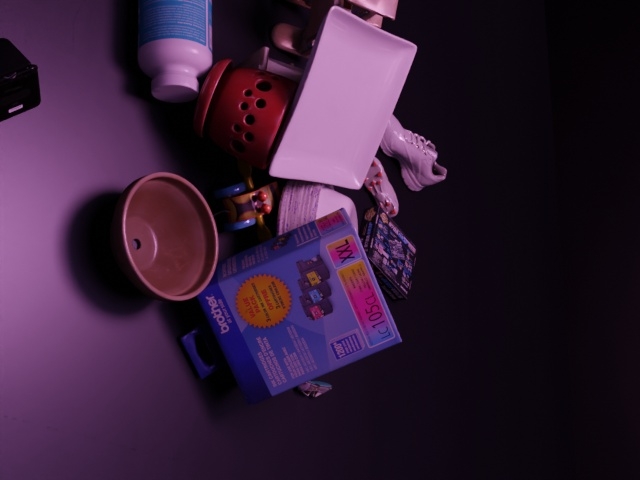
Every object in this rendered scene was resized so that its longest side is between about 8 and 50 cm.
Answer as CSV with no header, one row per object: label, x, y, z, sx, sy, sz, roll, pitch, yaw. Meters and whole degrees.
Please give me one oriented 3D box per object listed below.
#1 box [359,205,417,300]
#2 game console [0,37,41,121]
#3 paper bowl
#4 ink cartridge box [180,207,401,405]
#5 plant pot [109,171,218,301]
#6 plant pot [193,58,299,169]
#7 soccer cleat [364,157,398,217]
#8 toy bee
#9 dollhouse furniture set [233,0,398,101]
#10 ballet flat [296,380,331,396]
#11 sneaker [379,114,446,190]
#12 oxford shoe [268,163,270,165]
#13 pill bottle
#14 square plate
box,0.183,0.038,2.238,0.220,0.051,0.175,45,47,-39
game console,-0.532,-0.262,1.339,0.122,0.071,0.107,-43,146,-50
paper bowl,0.000,0.000,1.813,0.284,0.148,0.284,2,90,-78
ink cartridge box,-0.075,0.144,1.624,0.151,0.395,0.270,-106,173,-74
plant pot,-0.307,0.001,1.500,0.237,0.110,0.237,22,63,-50
plant pot,-0.155,-0.259,1.644,0.174,0.191,0.191,20,53,-1
soccer cleat,0.164,-0.154,2.262,0.196,0.068,0.076,64,22,-22
toy bee,-0.148,-0.065,1.701,0.195,0.162,0.298,62,38,-26
dollhouse furniture set,-0.029,-0.499,1.844,0.256,0.362,0.394,13,80,-26
ballet flat,-0.019,0.342,1.884,0.114,0.041,0.041,25,61,-49
sneaker,0.268,-0.272,2.380,0.297,0.129,0.111,47,47,-36
oxford shoe,-0.011,-0.193,1.934,0.449,0.169,0.130,-11,90,-60
pill bottle,-0.288,-0.412,1.611,0.146,0.146,0.264,16,67,-52
square plate,0.044,-0.283,1.687,0.347,0.049,0.344,3,113,-56
